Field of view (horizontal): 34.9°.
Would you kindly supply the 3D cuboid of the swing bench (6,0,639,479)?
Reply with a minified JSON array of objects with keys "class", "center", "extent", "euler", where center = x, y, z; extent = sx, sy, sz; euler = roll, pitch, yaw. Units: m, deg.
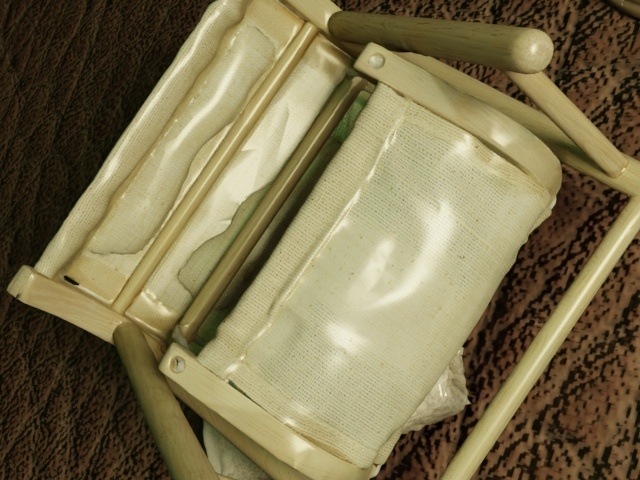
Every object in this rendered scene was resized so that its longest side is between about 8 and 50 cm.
[{"class":"swing bench","center":[0.000,0.000,0.554],"extent":[0.253,0.165,0.255],"euler":[-56,42,1]}]

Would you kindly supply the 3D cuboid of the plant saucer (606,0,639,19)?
[{"class":"plant saucer","center":[0.269,-0.254,0.610],"extent":[0.278,0.041,0.277],"euler":[-20,55,32]}]

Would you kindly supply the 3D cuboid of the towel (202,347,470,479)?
[{"class":"towel","center":[-0.001,0.011,0.689],"extent":[0.187,0.049,0.282],"euler":[-26,52,29]}]
